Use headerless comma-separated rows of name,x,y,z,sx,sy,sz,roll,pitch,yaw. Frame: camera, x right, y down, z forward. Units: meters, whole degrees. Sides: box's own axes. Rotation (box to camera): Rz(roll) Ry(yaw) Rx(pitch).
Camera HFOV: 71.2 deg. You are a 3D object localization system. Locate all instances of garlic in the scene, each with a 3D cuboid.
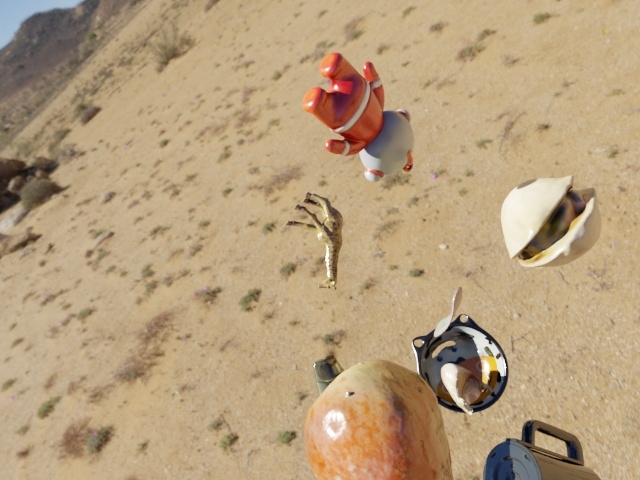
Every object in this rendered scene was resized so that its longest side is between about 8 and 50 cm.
garlic,0.407,0.413,1.282,0.099,0.174,0.124,-42,36,-10

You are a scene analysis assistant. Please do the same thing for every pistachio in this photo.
pistachio,0.481,-0.036,0.956,0.318,0.193,0.213,-29,-27,-55

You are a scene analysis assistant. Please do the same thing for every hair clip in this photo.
hair clip,0.275,0.155,0.951,0.022,0.137,0.054,28,44,18

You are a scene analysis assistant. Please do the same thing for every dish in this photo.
dish,0.443,0.403,1.431,0.303,0.120,0.302,-3,68,9

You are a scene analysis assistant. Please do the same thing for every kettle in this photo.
kettle,0.659,0.703,1.327,0.203,0.308,0.262,-56,24,30

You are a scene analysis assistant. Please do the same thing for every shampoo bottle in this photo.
shampoo bottle,0.075,0.493,1.248,0.126,0.084,0.350,-20,77,-10

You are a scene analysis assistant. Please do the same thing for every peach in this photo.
peach,0.094,0.282,0.624,0.233,0.232,0.232,-26,36,21

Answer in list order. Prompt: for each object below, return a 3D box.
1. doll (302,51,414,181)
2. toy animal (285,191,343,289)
doll,0.103,-0.234,0.927,0.105,0.336,0.199,18,81,48
toy animal,0.009,-0.004,1.221,0.149,0.275,0.054,-27,-8,-7
